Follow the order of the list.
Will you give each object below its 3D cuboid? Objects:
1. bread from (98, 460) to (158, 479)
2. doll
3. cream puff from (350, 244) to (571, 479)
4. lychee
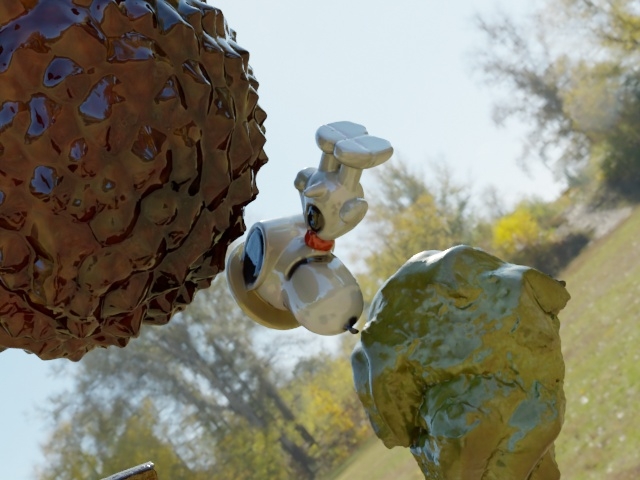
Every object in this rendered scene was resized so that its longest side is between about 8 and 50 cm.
[{"bbox_3d":[-0.250,0.345,1.151,0.094,0.090,0.035,-18,8,-18],"label":"bread"},{"bbox_3d":[-0.012,-0.016,1.083,0.144,0.208,0.271,-14,-66,-45],"label":"doll"},{"bbox_3d":[0.161,0.182,1.078,0.270,0.274,0.323,-65,-25,-43],"label":"cream puff"},{"bbox_3d":[-0.262,-0.126,0.897,0.424,0.500,0.425,-4,-28,-2],"label":"lychee"}]
